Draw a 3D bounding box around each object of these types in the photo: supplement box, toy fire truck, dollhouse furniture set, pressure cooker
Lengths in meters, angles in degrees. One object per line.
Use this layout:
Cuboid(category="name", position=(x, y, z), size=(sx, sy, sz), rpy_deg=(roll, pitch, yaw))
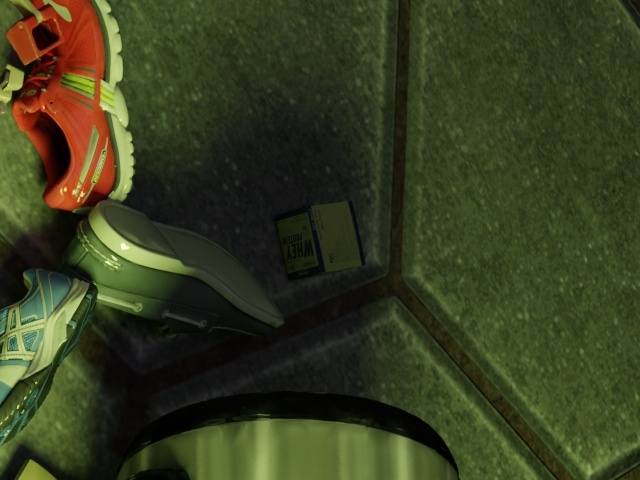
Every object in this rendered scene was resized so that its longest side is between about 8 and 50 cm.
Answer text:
Cuboid(category="supplement box", position=(0.000, 0.000, 2.205), size=(0.083, 0.056, 0.083), rpy_deg=(-9, 85, -47))
Cuboid(category="toy fire truck", position=(-0.358, -0.262, 1.862), size=(0.047, 0.135, 0.192), rpy_deg=(-42, 109, -44))
Cuboid(category="dollhouse furniture set", position=(-0.363, -0.122, 1.866), size=(0.081, 0.091, 0.114), rpy_deg=(15, 70, -26))
Cuboid(category="pressure cooker", position=(-0.029, 0.397, 1.797), size=(0.370, 0.376, 0.420), rpy_deg=(63, 23, -58))

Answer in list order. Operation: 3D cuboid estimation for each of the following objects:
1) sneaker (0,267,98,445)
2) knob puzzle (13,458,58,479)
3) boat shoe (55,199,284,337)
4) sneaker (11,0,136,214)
Cuboid(category="sneaker", position=(-0.309, 0.121, 1.857), size=(0.081, 0.080, 0.211), rpy_deg=(27, 62, 4))
Cuboid(category="knob puzzle", position=(-0.274, 0.347, 1.845), size=(0.213, 0.030, 0.213), rpy_deg=(16, 66, -42))
Cuboid(category="boat shoe", position=(-0.164, 0.051, 2.016), size=(0.319, 0.099, 0.116), rpy_deg=(28, 21, -50))
Cuboid(category="sneaker", position=(-0.276, -0.165, 1.945), size=(0.118, 0.107, 0.279), rpy_deg=(-8, 82, -37))
